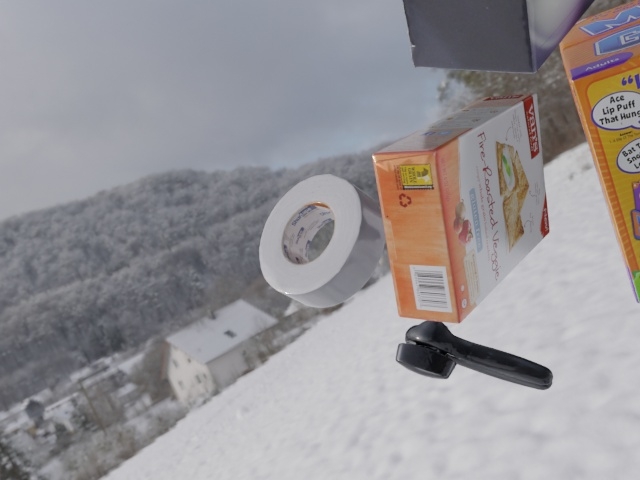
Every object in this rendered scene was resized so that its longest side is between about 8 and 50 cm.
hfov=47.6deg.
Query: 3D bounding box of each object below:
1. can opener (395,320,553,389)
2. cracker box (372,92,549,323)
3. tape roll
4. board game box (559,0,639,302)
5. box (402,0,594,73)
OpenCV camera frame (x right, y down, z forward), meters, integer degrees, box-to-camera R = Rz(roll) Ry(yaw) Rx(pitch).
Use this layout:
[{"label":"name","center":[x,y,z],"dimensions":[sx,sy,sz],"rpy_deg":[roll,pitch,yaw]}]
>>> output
[{"label":"can opener","center":[0.187,0.144,0.879],"dimensions":[0.186,0.073,0.059],"rpy_deg":[13,-11,15]},{"label":"cracker box","center":[0.146,-0.041,0.696],"dimensions":[0.067,0.155,0.232],"rpy_deg":[2,23,36]},{"label":"tape roll","center":[0.000,0.000,1.226],"dimensions":[0.219,0.219,0.072],"rpy_deg":[-27,-37,29]},{"label":"board game box","center":[0.585,-0.180,1.077],"dimensions":[0.357,0.356,0.356],"rpy_deg":[-16,21,21]},{"label":"box","center":[0.231,-0.405,0.885],"dimensions":[0.183,0.294,0.296],"rpy_deg":[15,49,36]}]
